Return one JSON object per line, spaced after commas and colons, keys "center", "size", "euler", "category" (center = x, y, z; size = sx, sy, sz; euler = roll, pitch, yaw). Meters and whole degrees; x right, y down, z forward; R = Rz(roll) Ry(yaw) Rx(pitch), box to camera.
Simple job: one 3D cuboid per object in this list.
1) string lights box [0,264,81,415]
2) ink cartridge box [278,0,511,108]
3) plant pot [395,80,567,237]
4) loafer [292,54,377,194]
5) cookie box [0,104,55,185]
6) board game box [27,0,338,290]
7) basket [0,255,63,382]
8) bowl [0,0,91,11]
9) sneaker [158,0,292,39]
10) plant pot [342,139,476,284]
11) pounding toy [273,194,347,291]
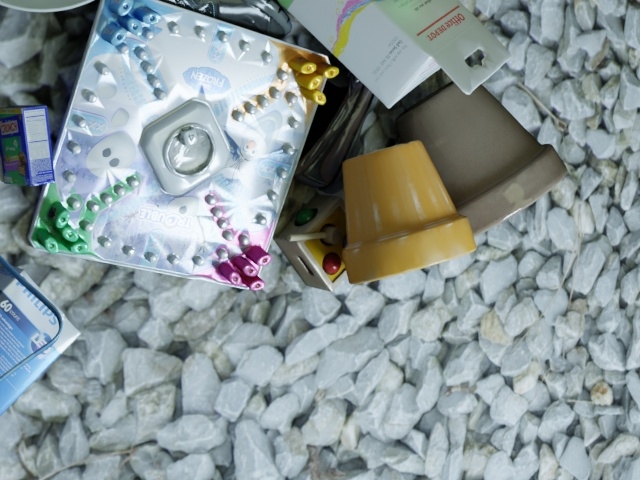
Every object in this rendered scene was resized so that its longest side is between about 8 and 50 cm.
{"center": [-0.472, 0.171, 1.775], "size": [0.260, 0.077, 0.133], "euler": [-47, 119, -21], "category": "string lights box"}
{"center": [0.101, -0.336, 1.945], "size": [0.353, 0.119, 0.207], "euler": [45, 38, 4], "category": "ink cartridge box"}
{"center": [0.241, -0.143, 2.147], "size": [0.263, 0.263, 0.229], "euler": [-36, 96, -26], "category": "plant pot"}
{"center": [0.029, -0.228, 2.057], "size": [0.095, 0.109, 0.302], "euler": [17, 88, -30], "category": "loafer"}
{"center": [-0.408, -0.132, 1.776], "size": [0.040, 0.092, 0.107], "euler": [-12, 101, -36], "category": "cookie box"}
{"center": [-0.191, -0.131, 1.895], "size": [0.390, 0.050, 0.390], "euler": [12, 102, -35], "category": "board game box"}
{"center": [-0.510, 0.088, 1.637], "size": [0.255, 0.201, 0.289], "euler": [-43, 92, -24], "category": "basket"}
{"center": [-0.376, -0.446, 1.711], "size": [0.298, 0.134, 0.298], "euler": [-1, 95, -13], "category": "bowl"}
{"center": [-0.194, -0.366, 1.901], "size": [0.341, 0.125, 0.140], "euler": [23, 109, -36], "category": "sneaker"}
{"center": [0.118, -0.049, 1.995], "size": [0.205, 0.205, 0.188], "euler": [-17, 92, -32], "category": "plant pot"}
{"center": [0.000, 0.000, 2.062], "size": [0.130, 0.100, 0.141], "euler": [-46, 118, -22], "category": "pounding toy"}
